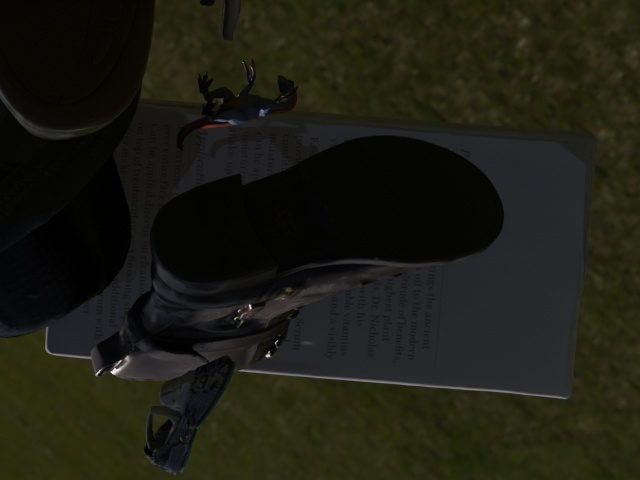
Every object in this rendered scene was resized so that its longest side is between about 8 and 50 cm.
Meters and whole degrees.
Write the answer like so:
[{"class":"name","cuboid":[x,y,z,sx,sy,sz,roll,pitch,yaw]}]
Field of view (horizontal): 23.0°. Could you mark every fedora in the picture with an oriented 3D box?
[{"class":"fedora","cuboid":[-0.244,-0.032,1.181,0.334,0.334,0.152,20,146,49]}]

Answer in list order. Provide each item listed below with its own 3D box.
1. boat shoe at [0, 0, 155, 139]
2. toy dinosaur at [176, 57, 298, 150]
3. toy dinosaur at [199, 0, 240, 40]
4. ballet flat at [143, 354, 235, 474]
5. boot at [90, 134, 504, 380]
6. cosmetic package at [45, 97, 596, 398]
[{"class":"boat shoe","cuboid":[-0.073,-0.082,0.398,0.045,0.050,0.135,120,140,-64]},{"class":"toy dinosaur","cuboid":[-0.057,-0.104,1.188,0.082,0.090,0.047,13,-136,-46]},{"class":"toy dinosaur","cuboid":[-0.106,-0.237,1.166,0.268,0.064,0.118,54,172,-36]},{"class":"ballet flat","cuboid":[-0.092,0.113,1.041,0.041,0.041,0.114,39,131,13]},{"class":"boot","cuboid":[-0.023,0.025,1.092,0.229,0.263,0.091,115,144,-63]},{"class":"cosmetic package","cuboid":[0.000,0.000,1.398,0.453,0.230,0.161,5,-177,2]}]
